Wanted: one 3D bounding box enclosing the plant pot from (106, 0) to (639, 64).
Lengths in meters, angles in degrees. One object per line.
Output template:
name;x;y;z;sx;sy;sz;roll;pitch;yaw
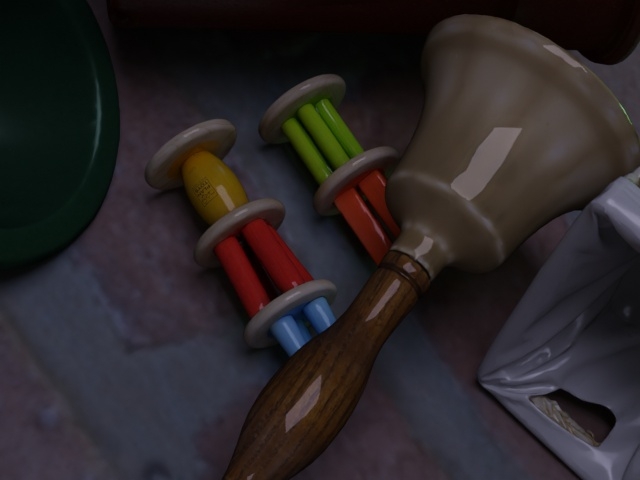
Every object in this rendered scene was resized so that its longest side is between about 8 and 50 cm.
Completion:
plant pot;0.015;-0.218;0.915;0.265;0.272;0.272;-4;61;-6

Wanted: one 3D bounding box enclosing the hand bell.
hand bell;0.032;0.022;0.826;0.126;0.126;0.242;36;67;9

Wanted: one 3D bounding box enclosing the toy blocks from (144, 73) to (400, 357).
toy blocks;0.000;0.000;0.893;0.123;0.054;0.148;-24;70;-26

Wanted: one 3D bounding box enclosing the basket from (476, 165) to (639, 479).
basket;0.167;0.035;0.850;0.113;0.167;0.103;43;54;12

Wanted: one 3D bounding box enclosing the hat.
hat;-0.235;-0.068;0.894;0.208;0.183;0.173;34;58;-44
